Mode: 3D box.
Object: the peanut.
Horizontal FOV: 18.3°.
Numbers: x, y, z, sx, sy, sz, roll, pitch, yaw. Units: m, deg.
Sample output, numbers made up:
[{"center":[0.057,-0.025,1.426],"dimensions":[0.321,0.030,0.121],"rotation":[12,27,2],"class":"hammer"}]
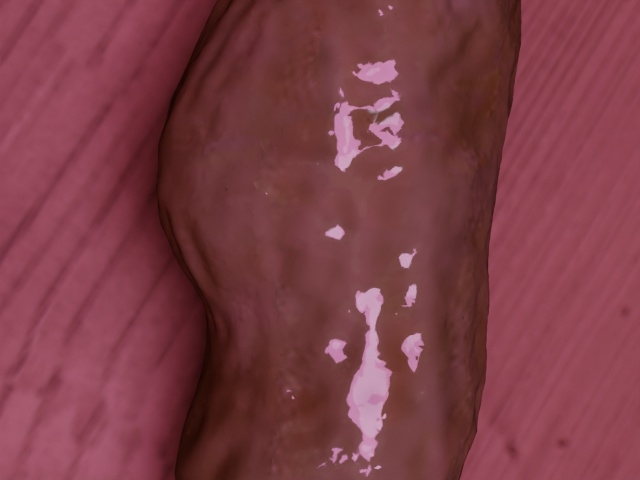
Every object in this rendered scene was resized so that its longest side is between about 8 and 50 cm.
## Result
[{"center":[0.000,0.000,0.816],"dimensions":[0.148,0.147,0.318],"rotation":[8,92,-19],"class":"peanut"}]
